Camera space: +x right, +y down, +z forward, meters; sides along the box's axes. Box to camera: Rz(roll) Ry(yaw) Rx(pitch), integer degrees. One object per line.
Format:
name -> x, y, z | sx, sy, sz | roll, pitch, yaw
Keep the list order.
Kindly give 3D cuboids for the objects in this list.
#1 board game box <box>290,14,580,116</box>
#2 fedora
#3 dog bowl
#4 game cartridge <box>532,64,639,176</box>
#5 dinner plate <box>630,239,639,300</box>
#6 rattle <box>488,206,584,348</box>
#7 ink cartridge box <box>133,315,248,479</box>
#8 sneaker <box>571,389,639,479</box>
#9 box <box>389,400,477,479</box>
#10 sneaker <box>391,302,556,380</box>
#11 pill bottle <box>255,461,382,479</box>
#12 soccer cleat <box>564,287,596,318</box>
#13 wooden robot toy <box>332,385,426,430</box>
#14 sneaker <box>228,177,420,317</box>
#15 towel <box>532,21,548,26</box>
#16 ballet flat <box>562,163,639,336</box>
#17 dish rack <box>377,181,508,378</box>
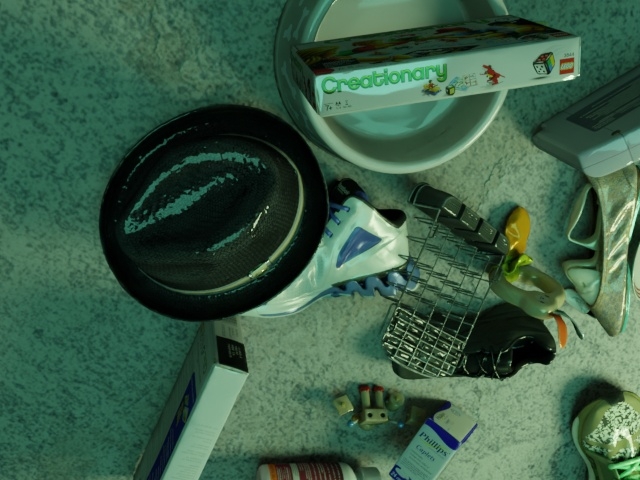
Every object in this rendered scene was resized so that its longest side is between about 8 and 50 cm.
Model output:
board game box -> 0.127, -0.218, 0.875 | 0.306, 0.193, 0.053 | -10, 115, -7
fedora -> -0.157, -0.045, 0.971 | 0.334, 0.152, 0.333 | 0, 85, 3
dog bowl -> 0.112, -0.254, 1.020 | 0.349, 0.102, 0.348 | -4, 115, -9
game cartridge -> 0.483, -0.199, 1.062 | 0.297, 0.198, 0.062 | -31, 116, 4
dinner plate -> 0.568, 0.035, 1.251 | 0.141, 0.017, 0.141 | -15, 113, -41
rattle -> 0.362, 0.058, 1.150 | 0.130, 0.199, 0.142 | 21, 108, -19
ink cartridge box -> -0.219, 0.305, 1.162 | 0.069, 0.175, 0.370 | 22, 108, -20
sneaker -> 0.604, 0.473, 1.392 | 0.158, 0.182, 0.410 | -17, 115, -3
box -> 0.205, 0.375, 1.297 | 0.072, 0.126, 0.137 | 36, 107, 20
sneaker -> 0.264, 0.186, 1.229 | 0.287, 0.130, 0.109 | -15, 118, -3
pill bottle -> -0.003, 0.466, 1.306 | 0.221, 0.121, 0.121 | 2, 113, -12
soccer cleat -> 0.465, 0.113, 1.286 | 0.083, 0.035, 0.029 | 34, 104, -23
wooden robot toy -> 0.097, 0.311, 1.301 | 0.174, 0.076, 0.079 | 5, 148, -13
sneaker -> 0.001, 0.000, 1.109 | 0.316, 0.127, 0.182 | -9, 111, -15
towel -> 0.309, -0.291, 1.091 | 0.060, 0.009, 0.083 | 5, 112, -14
ballet flat -> 0.468, 0.016, 1.218 | 0.106, 0.107, 0.315 | -1, 107, 3
dish rack -> 0.181, 0.071, 1.111 | 0.208, 0.074, 0.271 | 30, 81, -38
